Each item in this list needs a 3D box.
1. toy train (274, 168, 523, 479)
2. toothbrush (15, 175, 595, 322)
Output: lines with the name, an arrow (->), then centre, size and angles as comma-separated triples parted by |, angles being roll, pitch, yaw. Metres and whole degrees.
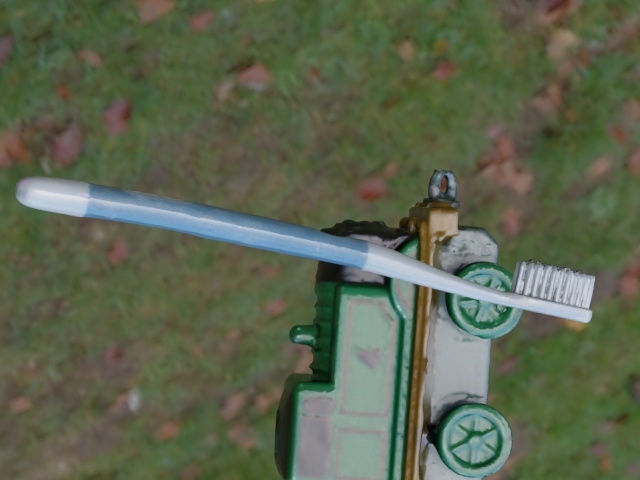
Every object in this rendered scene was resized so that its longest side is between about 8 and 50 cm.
toy train -> 0.042, 0.072, 1.086 | 0.136, 0.227, 0.091 | 2, -178, -5
toothbrush -> 0.000, 0.000, 0.838 | 0.276, 0.019, 0.025 | 12, 91, -17
